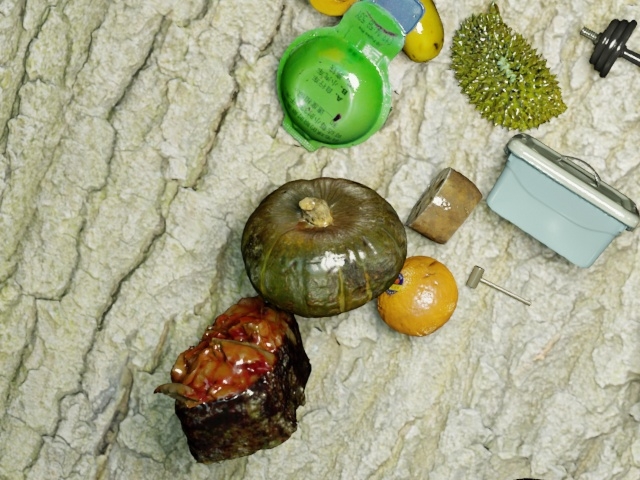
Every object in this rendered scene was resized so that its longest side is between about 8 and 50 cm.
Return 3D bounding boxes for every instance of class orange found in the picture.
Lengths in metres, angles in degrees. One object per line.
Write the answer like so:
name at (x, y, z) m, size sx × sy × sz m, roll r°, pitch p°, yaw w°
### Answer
orange at (0.161, 0.092, 1.388) m, size 0.117 × 0.135 × 0.136 m, roll 27°, pitch 100°, yaw -25°

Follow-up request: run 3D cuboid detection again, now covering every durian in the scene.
durian at (0.284, -0.269, 1.358) m, size 0.137 × 0.095 × 0.221 m, roll -34°, pitch 80°, yaw 11°

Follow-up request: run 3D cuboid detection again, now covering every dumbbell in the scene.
dumbbell at (0.491, -0.272, 1.309) m, size 0.208 × 0.099 × 0.099 m, roll 31°, pitch 99°, yaw 10°

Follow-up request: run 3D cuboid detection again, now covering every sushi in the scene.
sushi at (-0.132, 0.214, 1.346) m, size 0.196 × 0.343 × 0.182 m, roll -23°, pitch 101°, yaw 15°

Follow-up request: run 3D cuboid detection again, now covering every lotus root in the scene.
lotus root at (0.197, -0.052, 1.376) m, size 0.081 × 0.112 × 0.122 m, roll 38°, pitch 99°, yaw 2°

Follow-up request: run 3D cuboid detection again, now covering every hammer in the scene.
hammer at (0.297, 0.081, 1.414) m, size 0.110 × 0.019 × 0.036 m, roll 27°, pitch 98°, yaw 4°

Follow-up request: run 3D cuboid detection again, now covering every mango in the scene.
mango at (0.148, -0.365, 1.374) m, size 0.076 × 0.103 × 0.161 m, roll -22°, pitch 88°, yaw 21°

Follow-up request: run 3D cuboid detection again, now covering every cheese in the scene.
cheese at (0.044, -0.275, 1.378) m, size 0.204 × 0.083 × 0.320 m, roll 41°, pitch 122°, yaw 2°

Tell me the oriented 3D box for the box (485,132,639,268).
box at (0.370, -0.067, 1.320) m, size 0.227 × 0.162 × 0.130 m, roll 33°, pitch 110°, yaw 9°

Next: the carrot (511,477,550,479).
carrot at (0.407, 0.490, 1.308) m, size 0.340 × 0.224 × 0.224 m, roll 6°, pitch 94°, yaw 8°

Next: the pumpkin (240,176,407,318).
pumpkin at (-0.001, -0.002, 1.344) m, size 0.260 × 0.260 × 0.189 m, roll -3°, pitch 131°, yaw 12°

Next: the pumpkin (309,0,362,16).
pumpkin at (0.051, -0.453, 1.390) m, size 0.119 × 0.107 × 0.184 m, roll 23°, pitch 107°, yaw 17°
